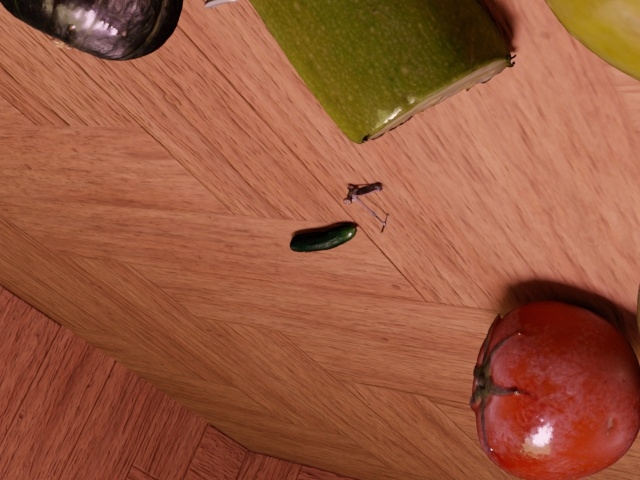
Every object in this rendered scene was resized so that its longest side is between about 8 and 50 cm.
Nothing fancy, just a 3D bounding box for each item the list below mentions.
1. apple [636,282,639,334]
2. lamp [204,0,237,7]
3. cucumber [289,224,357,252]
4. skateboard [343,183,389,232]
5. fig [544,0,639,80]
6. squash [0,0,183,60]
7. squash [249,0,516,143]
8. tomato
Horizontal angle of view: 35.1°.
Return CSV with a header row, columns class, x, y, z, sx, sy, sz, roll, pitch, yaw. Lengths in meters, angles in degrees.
class,x,y,z,sx,sy,sz,roll,pitch,yaw
apple,0.580,0.130,1.249,0.360,0.311,0.320,110,137,-67
lamp,-0.138,-0.304,0.987,0.056,0.050,0.198,6,154,35
cucumber,0.000,0.000,1.585,0.033,0.036,0.184,27,158,-30
skateboard,0.080,-0.048,1.408,0.064,0.032,0.083,-12,138,40
fig,0.260,-0.226,0.519,0.258,0.258,0.326,30,141,-18
squash,-0.233,-0.263,1.021,0.193,0.193,0.156,32,119,-23
squash,0.044,-0.255,0.951,0.289,0.203,0.111,59,159,4
tomato,0.343,0.220,1.457,0.265,0.265,0.265,20,158,8
